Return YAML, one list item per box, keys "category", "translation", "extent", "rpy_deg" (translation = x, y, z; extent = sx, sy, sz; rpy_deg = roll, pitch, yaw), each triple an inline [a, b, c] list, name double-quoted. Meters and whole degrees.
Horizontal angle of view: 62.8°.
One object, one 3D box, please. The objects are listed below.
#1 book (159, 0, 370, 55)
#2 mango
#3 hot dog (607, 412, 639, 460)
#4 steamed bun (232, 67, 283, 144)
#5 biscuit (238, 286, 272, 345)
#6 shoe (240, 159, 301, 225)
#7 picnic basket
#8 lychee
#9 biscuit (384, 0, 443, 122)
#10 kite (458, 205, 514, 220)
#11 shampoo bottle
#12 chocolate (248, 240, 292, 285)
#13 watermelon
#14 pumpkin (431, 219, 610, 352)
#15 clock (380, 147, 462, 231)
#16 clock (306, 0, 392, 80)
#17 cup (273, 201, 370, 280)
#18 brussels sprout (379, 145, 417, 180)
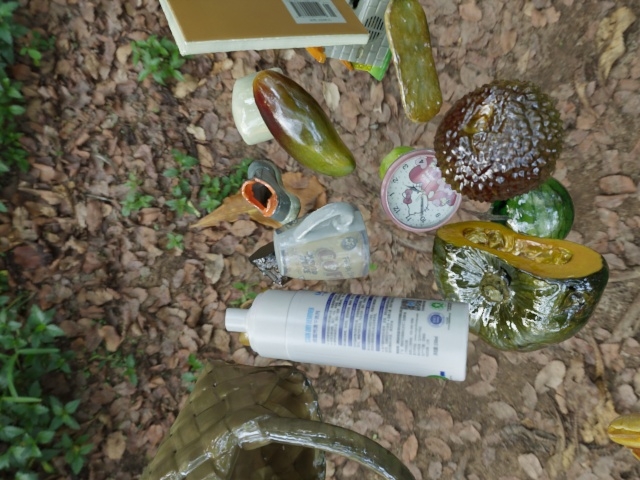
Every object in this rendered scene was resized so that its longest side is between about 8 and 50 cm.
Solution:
- category: "book"
  translation: [-0.120, -0.396, 0.749]
  extent: [0.262, 0.028, 0.374]
  rpy_deg: [-13, 60, -24]
- category: "mango"
  translation: [-0.035, -0.223, 1.040]
  extent: [0.267, 0.133, 0.111]
  rpy_deg: [46, 68, -15]
- category: "hot dog"
  translation: [0.488, 0.265, 0.698]
  extent: [0.100, 0.249, 0.068]
  rpy_deg: [36, 72, 5]
- category: "steamed bun"
  translation: [-0.198, -0.453, 1.730]
  extent: [0.199, 0.155, 0.250]
  rpy_deg: [-11, 62, 10]
- category: "biscuit"
  translation: [-0.045, 0.176, 1.053]
  extent: [0.207, 0.047, 0.164]
  rpy_deg: [15, 128, -17]
- category: "shoe"
  translation: [-0.209, -0.178, 1.796]
  extent: [0.132, 0.170, 0.336]
  rpy_deg: [-57, 45, 21]
- category: "picnic basket"
  translation: [-0.027, 0.317, 0.648]
  extent: [0.336, 0.337, 0.293]
  rpy_deg: [-12, 121, 8]
- category: "lychee"
  translation: [0.380, -0.198, 1.102]
  extent: [0.267, 0.267, 0.268]
  rpy_deg: [0, 92, 8]
- category: "biscuit"
  translation: [0.183, -0.355, 1.032]
  extent: [0.118, 0.029, 0.247]
  rpy_deg: [-28, 112, -32]
- category: "kite"
  translation: [0.415, -0.069, 1.312]
  extent: [0.139, 0.156, 0.011]
  rpy_deg: [17, 112, 24]
- category: "shampoo bottle"
  translation: [0.024, 0.110, 0.641]
  extent: [0.303, 0.092, 0.092]
  rpy_deg: [2, 92, 16]
- category: "chocolate"
  translation: [-0.142, 0.084, 1.713]
  extent: [0.156, 0.156, 0.133]
  rpy_deg: [-24, 104, 8]
- category: "watermelon"
  translation: [0.625, -0.079, 1.553]
  extent: [0.242, 0.242, 0.243]
  rpy_deg: [0, 92, 8]
- category: "pumpkin"
  translation: [0.360, 0.108, 1.009]
  extent: [0.324, 0.242, 0.232]
  rpy_deg: [19, 116, 42]
- category: "clock"
  translation: [0.294, -0.143, 1.514]
  extent: [0.244, 0.056, 0.245]
  rpy_deg: [-1, 108, -4]
- category: "clock"
  translation: [0.050, -0.481, 1.113]
  extent: [0.106, 0.255, 0.220]
  rpy_deg: [57, 136, 39]
- category: "cup"
  translation: [0.000, 0.000, 1.521]
  extent: [0.256, 0.301, 0.228]
  rpy_deg: [-11, 60, -13]
- category: "brussels sprout"
  translation: [0.280, -0.199, 1.671]
  extent: [0.223, 0.223, 0.161]
  rpy_deg: [41, 59, 5]
